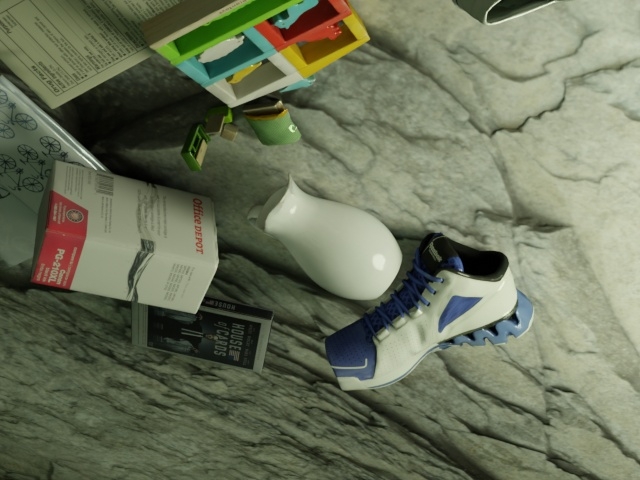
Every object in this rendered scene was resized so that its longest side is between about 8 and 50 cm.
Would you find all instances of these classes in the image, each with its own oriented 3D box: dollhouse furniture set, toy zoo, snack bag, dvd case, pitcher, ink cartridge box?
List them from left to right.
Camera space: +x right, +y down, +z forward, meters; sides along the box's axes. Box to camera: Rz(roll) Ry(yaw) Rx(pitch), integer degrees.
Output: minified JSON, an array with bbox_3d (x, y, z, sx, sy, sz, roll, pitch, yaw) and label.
[{"bbox_3d":[-0.477,-0.088,1.657,0.343,0.037,0.323,-17,134,33],"label":"snack bag"},{"bbox_3d":[-0.274,-0.004,1.552,0.237,0.172,0.100,13,124,-18],"label":"ink cartridge box"},{"bbox_3d":[-0.206,0.151,1.894,0.239,0.029,0.179,13,143,0],"label":"dvd case"},{"bbox_3d":[-0.109,-0.136,1.474,0.152,0.058,0.076,-5,140,21],"label":"dollhouse furniture set"},{"bbox_3d":[-0.056,-0.226,1.236,0.192,0.030,0.293,-25,166,12],"label":"toy zoo"},{"bbox_3d":[0.000,0.000,1.586,0.207,0.125,0.178,32,164,-15],"label":"pitcher"}]

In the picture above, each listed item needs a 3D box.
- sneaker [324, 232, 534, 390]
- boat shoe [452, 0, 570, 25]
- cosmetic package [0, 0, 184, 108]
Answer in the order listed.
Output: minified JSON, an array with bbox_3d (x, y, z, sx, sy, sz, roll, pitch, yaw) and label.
[{"bbox_3d":[0.147,0.084,1.612,0.316,0.127,0.182,-19,126,-1],"label":"sneaker"},{"bbox_3d":[0.241,-0.271,1.108,0.226,0.075,0.083,-26,146,-5],"label":"boat shoe"},{"bbox_3d":[-0.208,-0.287,1.176,0.309,0.113,0.160,-24,140,13],"label":"cosmetic package"}]
